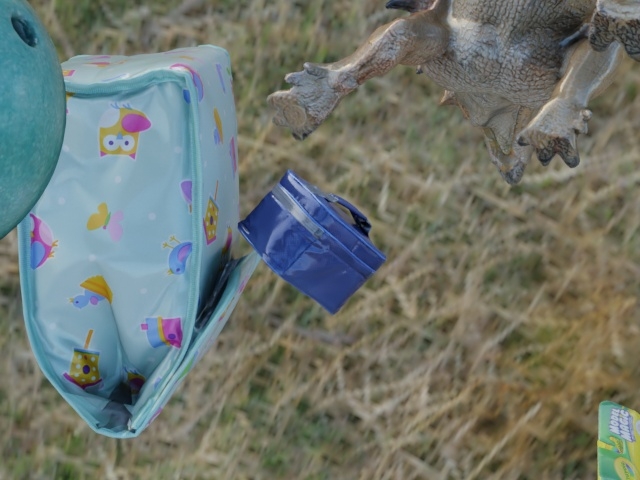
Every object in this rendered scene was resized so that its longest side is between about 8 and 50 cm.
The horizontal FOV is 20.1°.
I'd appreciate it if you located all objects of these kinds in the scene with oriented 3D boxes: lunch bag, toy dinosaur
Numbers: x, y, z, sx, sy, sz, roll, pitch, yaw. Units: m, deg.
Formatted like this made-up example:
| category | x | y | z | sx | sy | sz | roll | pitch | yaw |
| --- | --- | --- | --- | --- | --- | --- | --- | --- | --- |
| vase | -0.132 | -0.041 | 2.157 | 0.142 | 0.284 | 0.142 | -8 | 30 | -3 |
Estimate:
| category | x | y | z | sx | sy | sz | roll | pitch | yaw |
| --- | --- | --- | --- | --- | --- | --- | --- | --- | --- |
| lunch bag | -0.128 | -0.002 | 1.310 | 0.160 | 0.223 | 0.262 | -4 | 99 | 5 |
| toy dinosaur | 0.096 | -0.136 | 0.790 | 0.127 | 0.296 | 0.200 | 31 | 39 | -2 |
| lunch bag | 0.000 | 0.000 | 1.248 | 0.065 | 0.098 | 0.067 | -47 | 48 | 6 |

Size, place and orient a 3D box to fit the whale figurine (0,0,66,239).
| category | x | y | z | sx | sy | sz | roll | pitch | yaw |
| --- | --- | --- | --- | --- | --- | --- | --- | --- | --- |
| whale figurine | -0.233 | -0.109 | 0.904 | 0.141 | 0.272 | 0.216 | -26 | 35 | 18 |

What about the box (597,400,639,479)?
| category | x | y | z | sx | sy | sz | roll | pitch | yaw |
| --- | --- | --- | --- | --- | --- | --- | --- | --- | --- |
| box | 0.254 | 0.194 | 1.261 | 0.179 | 0.043 | 0.105 | 39 | 27 | -13 |
